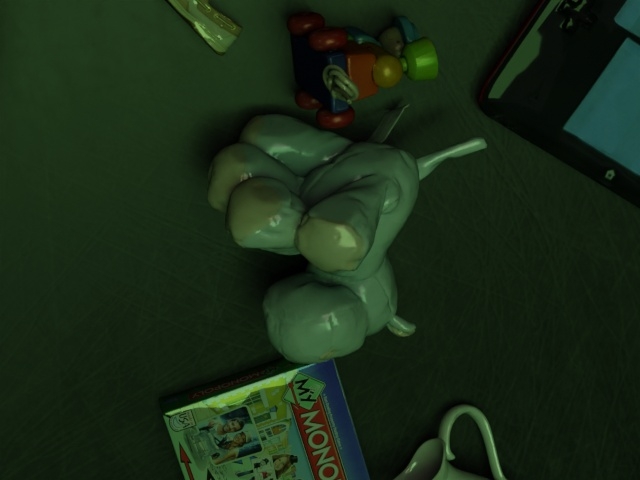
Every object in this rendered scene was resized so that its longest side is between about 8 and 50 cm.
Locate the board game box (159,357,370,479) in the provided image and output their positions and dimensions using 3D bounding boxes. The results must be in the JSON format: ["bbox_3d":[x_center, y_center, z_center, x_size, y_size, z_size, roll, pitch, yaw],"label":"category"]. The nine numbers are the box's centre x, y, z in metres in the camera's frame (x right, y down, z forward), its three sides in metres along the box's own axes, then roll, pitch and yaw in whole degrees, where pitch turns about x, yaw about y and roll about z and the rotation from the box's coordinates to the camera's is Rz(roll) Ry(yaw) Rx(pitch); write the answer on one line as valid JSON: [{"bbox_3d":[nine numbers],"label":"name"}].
[{"bbox_3d":[-0.048,0.301,1.895,0.214,0.046,0.317,-18,112,-4],"label":"board game box"}]

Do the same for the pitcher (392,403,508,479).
[{"bbox_3d":[0.193,0.320,1.922,0.207,0.125,0.177,42,73,-18],"label":"pitcher"}]

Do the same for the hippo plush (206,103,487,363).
[{"bbox_3d":[0.000,0.000,1.746,0.294,0.234,0.236,-37,142,-42],"label":"hippo plush"}]

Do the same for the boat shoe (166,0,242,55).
[{"bbox_3d":[-0.137,-0.260,1.680,0.045,0.050,0.135,-44,122,1],"label":"boat shoe"}]

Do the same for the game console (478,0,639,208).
[{"bbox_3d":[0.422,-0.206,1.812,0.387,0.060,0.342,29,101,-19],"label":"game console"}]

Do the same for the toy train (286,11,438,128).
[{"bbox_3d":[0.061,-0.179,1.644,0.143,0.248,0.105,-11,111,-13],"label":"toy train"}]
